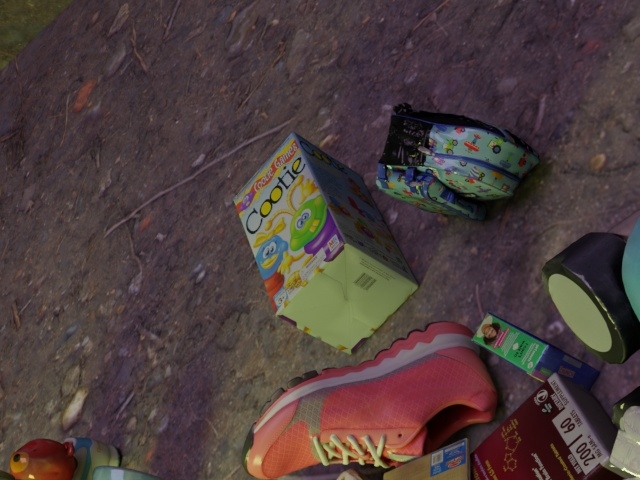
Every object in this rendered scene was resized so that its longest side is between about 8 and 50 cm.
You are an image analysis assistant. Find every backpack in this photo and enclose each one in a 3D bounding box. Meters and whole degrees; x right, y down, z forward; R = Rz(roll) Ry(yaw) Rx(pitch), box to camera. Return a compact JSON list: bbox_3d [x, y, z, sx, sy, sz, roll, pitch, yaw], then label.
[{"bbox_3d":[0.179,-0.093,1.480,0.173,0.158,0.116,13,83,42],"label":"backpack"}]

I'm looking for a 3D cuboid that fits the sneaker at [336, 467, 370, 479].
[{"bbox_3d":[0.002,0.352,1.410,0.293,0.108,0.169,5,66,43],"label":"sneaker"}]

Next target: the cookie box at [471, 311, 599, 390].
[{"bbox_3d":[0.234,0.127,1.289,0.107,0.092,0.040,28,91,56],"label":"cookie box"}]

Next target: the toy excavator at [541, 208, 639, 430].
[{"bbox_3d":[0.419,0.136,0.865,0.222,0.432,0.445,-32,9,-12],"label":"toy excavator"}]

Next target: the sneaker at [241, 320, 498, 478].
[{"bbox_3d":[0.059,0.209,1.353,0.314,0.116,0.136,-26,50,-3],"label":"sneaker"}]

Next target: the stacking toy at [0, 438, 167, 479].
[{"bbox_3d":[-0.369,0.338,1.688,0.309,0.279,0.130,3,65,25],"label":"stacking toy"}]

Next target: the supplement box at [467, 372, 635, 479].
[{"bbox_3d":[0.209,0.269,1.229,0.239,0.073,0.130,-48,36,17],"label":"supplement box"}]

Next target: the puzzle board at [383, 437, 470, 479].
[{"bbox_3d":[0.115,0.277,1.272,0.128,0.011,0.096,-32,37,37],"label":"puzzle board"}]

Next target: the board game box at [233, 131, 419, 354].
[{"bbox_3d":[0.000,0.000,1.634,0.142,0.144,0.275,-47,35,18],"label":"board game box"}]

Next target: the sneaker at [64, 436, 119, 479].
[{"bbox_3d":[-0.419,0.418,1.891,0.087,0.092,0.228,29,90,54],"label":"sneaker"}]

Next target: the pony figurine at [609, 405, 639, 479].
[{"bbox_3d":[0.318,0.314,0.799,0.351,0.363,0.302,19,81,55],"label":"pony figurine"}]
